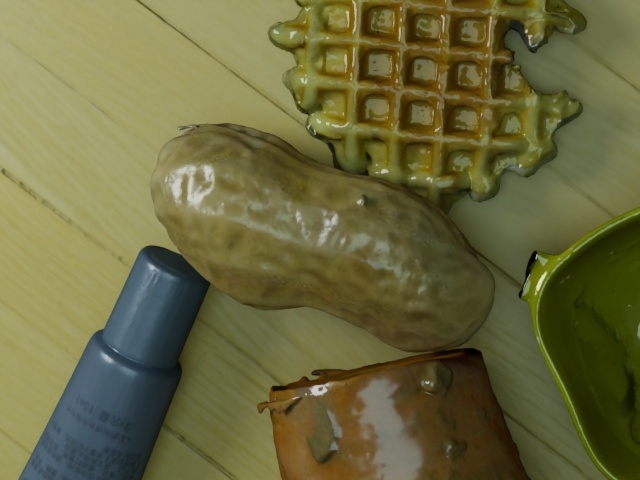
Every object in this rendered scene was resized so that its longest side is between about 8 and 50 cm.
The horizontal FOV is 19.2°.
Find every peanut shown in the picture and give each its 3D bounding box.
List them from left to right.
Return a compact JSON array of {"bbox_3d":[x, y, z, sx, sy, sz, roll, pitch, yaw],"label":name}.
[{"bbox_3d":[0.000,0.000,1.614,0.313,0.149,0.149,18,99,11],"label":"peanut"}]

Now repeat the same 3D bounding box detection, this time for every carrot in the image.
[{"bbox_3d":[0.092,0.264,1.602,0.224,0.224,0.341,-14,88,10],"label":"carrot"}]

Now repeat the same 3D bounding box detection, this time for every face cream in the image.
[{"bbox_3d":[-0.203,0.187,1.703,0.135,0.086,0.385,26,104,6],"label":"face cream"}]

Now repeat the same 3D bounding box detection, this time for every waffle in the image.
[{"bbox_3d":[0.095,-0.151,1.634,0.250,0.056,0.261,-42,91,11],"label":"waffle"}]

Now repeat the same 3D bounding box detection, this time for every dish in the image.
[{"bbox_3d":[0.299,0.083,1.603,0.221,0.108,0.262,-33,93,11],"label":"dish"}]
